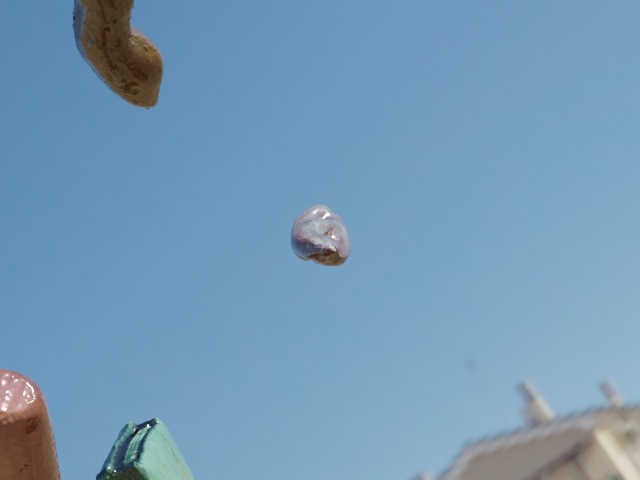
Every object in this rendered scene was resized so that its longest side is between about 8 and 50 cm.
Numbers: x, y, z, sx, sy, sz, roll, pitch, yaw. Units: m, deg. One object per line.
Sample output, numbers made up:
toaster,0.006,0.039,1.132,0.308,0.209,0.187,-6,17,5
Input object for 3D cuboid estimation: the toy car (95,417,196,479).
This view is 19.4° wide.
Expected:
toy car,-0.099,0.313,1.674,0.097,0.320,0.141,-22,11,10

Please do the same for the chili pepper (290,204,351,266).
chili pepper,0.000,0.001,1.558,0.050,0.041,0.153,-6,15,2

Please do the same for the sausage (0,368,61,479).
sausage,-0.212,0.150,1.283,0.062,0.062,0.154,-27,-37,-23

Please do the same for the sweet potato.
sweet potato,-0.179,-0.187,1.557,0.065,0.051,0.218,-19,-42,-1
